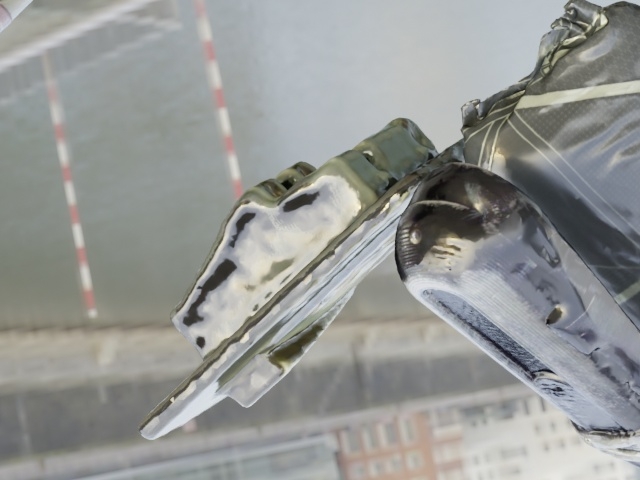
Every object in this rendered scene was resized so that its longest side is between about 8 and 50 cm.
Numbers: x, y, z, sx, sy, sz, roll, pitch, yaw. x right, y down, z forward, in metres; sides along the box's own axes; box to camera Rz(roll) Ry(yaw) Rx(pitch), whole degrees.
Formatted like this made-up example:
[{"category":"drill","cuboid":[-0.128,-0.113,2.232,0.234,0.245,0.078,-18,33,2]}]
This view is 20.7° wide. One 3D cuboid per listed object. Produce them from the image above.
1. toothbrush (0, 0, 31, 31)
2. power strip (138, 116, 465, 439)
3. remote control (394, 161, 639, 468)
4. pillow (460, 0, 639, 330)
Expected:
[{"category":"toothbrush","cuboid":[-0.272,-0.160,1.372,0.354,0.024,0.029,-43,-172,-27]},{"category":"power strip","cuboid":[-0.002,0.000,1.130,0.251,0.092,0.257,-50,174,24]},{"category":"remote control","cuboid":[0.131,0.061,0.955,0.090,0.066,0.266,15,155,52]},{"category":"pillow","cuboid":[0.222,-0.003,1.078,0.161,0.335,0.092,-42,-155,9]}]
